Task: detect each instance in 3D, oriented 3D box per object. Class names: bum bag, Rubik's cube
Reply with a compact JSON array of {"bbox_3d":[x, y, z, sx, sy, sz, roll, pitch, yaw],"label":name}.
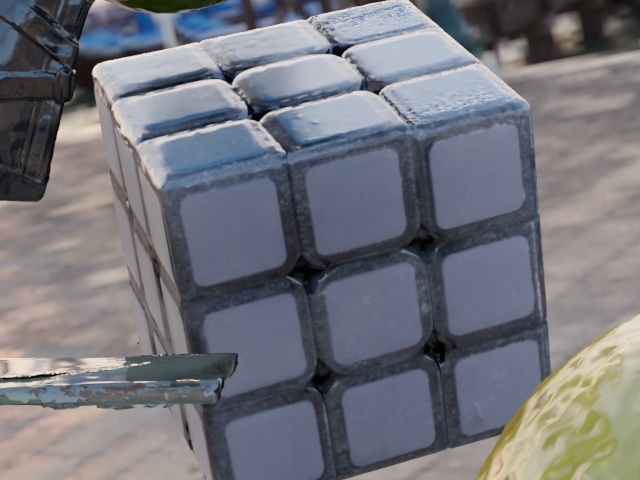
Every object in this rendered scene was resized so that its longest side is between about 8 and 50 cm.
[{"bbox_3d":[-0.223,-0.126,1.327,0.087,0.197,0.049,15,-4,-11],"label":"bum bag"},{"bbox_3d":[0.000,0.000,1.510,0.305,0.303,0.301,-16,27,-13],"label":"Rubik's cube"}]

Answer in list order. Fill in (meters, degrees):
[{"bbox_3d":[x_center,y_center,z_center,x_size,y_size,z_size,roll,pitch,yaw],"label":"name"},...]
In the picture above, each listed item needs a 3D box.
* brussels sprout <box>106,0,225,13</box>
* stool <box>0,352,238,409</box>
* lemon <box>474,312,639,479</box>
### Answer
[{"bbox_3d":[-0.114,-0.294,1.425,0.271,0.219,0.210,-13,-7,-9],"label":"brussels sprout"},{"bbox_3d":[-0.185,-0.035,1.029,0.270,0.243,0.170,0,3,2],"label":"stool"},{"bbox_3d":[0.232,0.205,0.922,0.387,0.350,0.350,-47,21,-12],"label":"lemon"}]
